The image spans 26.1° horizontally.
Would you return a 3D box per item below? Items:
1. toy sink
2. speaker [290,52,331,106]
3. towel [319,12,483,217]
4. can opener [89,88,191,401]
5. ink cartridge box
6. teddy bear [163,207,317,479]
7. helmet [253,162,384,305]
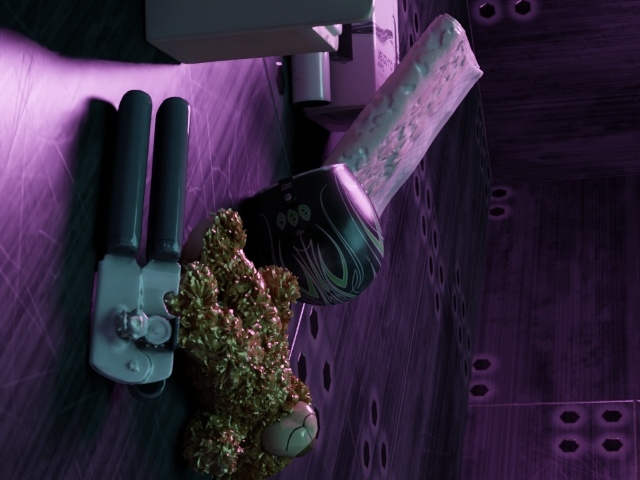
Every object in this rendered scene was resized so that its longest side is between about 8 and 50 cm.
[{"bbox_3d":[-0.049,-0.272,1.403,0.131,0.234,0.152,20,67,-75],"label":"toy sink"},{"bbox_3d":[-0.015,-0.254,1.916,0.055,0.055,0.136,19,68,-75],"label":"speaker"},{"bbox_3d":[0.112,-0.158,2.009,0.332,0.053,0.317,-54,166,5],"label":"towel"},{"bbox_3d":[-0.165,0.001,1.246,0.093,0.074,0.280,142,-46,-64],"label":"can opener"},{"bbox_3d":[0.045,-0.309,2.046,0.197,0.114,0.272,16,73,-75],"label":"ink cartridge box"},{"bbox_3d":[-0.079,0.126,1.443,0.245,0.113,0.338,-61,145,-62],"label":"teddy bear"},{"bbox_3d":[0.000,0.000,1.690,0.169,0.169,0.161,-5,76,-76],"label":"helmet"}]
